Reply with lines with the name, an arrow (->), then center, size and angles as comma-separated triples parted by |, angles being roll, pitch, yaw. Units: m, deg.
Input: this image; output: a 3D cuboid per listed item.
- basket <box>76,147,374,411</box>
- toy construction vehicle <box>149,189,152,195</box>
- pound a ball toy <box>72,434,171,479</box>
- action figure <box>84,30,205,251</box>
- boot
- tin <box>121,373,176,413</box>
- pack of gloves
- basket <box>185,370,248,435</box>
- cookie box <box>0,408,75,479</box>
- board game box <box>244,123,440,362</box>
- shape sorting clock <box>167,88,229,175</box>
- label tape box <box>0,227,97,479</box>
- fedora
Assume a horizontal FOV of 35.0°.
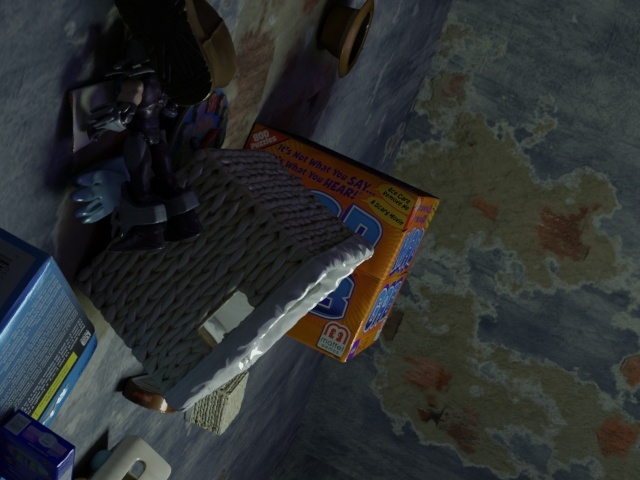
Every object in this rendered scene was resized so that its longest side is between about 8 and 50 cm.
basket -> -0.141, 0.044, 1.602 | 0.328, 0.266, 0.331 | -44, 172, 15
toy construction vehicle -> -0.252, -0.080, 1.644 | 0.098, 0.035, 0.086 | -61, 168, -15
pound a ball toy -> -0.449, 0.528, 1.895 | 0.208, 0.136, 0.319 | -41, -173, 42
action figure -> -0.234, -0.133, 1.335 | 0.185, 0.099, 0.285 | -22, 108, -60
boot -> -0.186, -0.297, 1.330 | 0.269, 0.089, 0.236 | -82, 157, -72
tin -> -0.317, 0.296, 1.977 | 0.190, 0.106, 0.040 | 15, 92, -79
pack of gloves -> -0.288, -0.141, 1.389 | 0.232, 0.046, 0.195 | -44, 143, -59
basket -> -0.247, 0.369, 2.430 | 0.113, 0.103, 0.167 | -50, 162, -48
cookie box -> -0.355, 0.275, 1.263 | 0.040, 0.092, 0.107 | -48, 163, -45
board game box -> 0.000, 0.000, 2.118 | 0.356, 0.356, 0.356 | -66, 169, 6
shape sorting clock -> -0.197, -0.148, 1.620 | 0.206, 0.040, 0.206 | 19, 90, -75
label tape box -> -0.410, 0.159, 1.270 | 0.249, 0.115, 0.347 | -60, 171, -21
fedora -> 0.049, -0.435, 2.120 | 0.194, 0.079, 0.194 | 22, 90, -83
